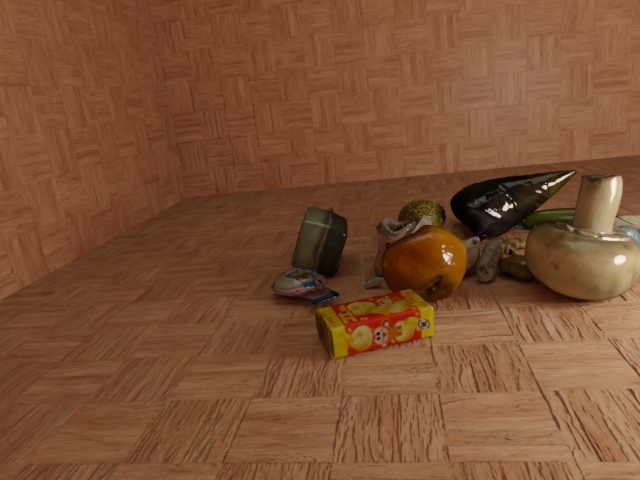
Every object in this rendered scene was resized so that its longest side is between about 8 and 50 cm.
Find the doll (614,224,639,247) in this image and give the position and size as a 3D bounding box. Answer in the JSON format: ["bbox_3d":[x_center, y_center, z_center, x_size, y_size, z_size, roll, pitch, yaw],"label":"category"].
[{"bbox_3d":[0.996,0.019,1.651,0.120,0.075,0.179,33,46,3],"label":"doll"}]

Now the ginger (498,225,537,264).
[{"bbox_3d":[0.672,0.019,1.762,0.288,0.075,0.089,-20,17,-29],"label":"ginger"}]

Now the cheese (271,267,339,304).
[{"bbox_3d":[-0.050,0.148,1.617,0.189,0.074,0.286,-17,20,-27],"label":"cheese"}]

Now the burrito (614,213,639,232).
[{"bbox_3d":[1.168,-0.058,1.820,0.275,0.059,0.082,4,59,38],"label":"burrito"}]

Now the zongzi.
[{"bbox_3d":[0.753,-0.186,2.041,0.432,0.207,0.403,-29,9,7],"label":"zongzi"}]

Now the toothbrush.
[{"bbox_3d":[0.313,0.073,1.589,0.386,0.040,0.040,-24,11,17],"label":"toothbrush"}]

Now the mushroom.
[{"bbox_3d":[0.720,-0.015,1.382,0.315,0.335,0.314,4,10,-1],"label":"mushroom"}]

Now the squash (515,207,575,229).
[{"bbox_3d":[0.921,-0.084,1.989,0.332,0.087,0.087,-3,16,18],"label":"squash"}]

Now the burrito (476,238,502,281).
[{"bbox_3d":[0.540,0.061,1.624,0.064,0.064,0.203,2,34,28],"label":"burrito"}]

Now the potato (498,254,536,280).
[{"bbox_3d":[0.615,0.080,1.571,0.092,0.070,0.138,-12,16,-24],"label":"potato"}]

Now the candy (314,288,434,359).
[{"bbox_3d":[0.137,0.209,1.299,0.276,0.088,0.146,-10,18,-13],"label":"candy"}]

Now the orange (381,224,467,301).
[{"bbox_3d":[0.295,0.075,1.458,0.249,0.248,0.183,-8,38,-3],"label":"orange"}]

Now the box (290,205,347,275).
[{"bbox_3d":[0.000,0.000,1.848,0.166,0.220,0.290,15,16,-2],"label":"box"}]

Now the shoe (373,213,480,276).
[{"bbox_3d":[0.343,0.016,1.678,0.351,0.198,0.172,-5,19,12],"label":"shoe"}]

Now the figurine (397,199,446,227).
[{"bbox_3d":[0.405,-0.024,1.943,0.188,0.168,0.315,20,27,-6],"label":"figurine"}]
